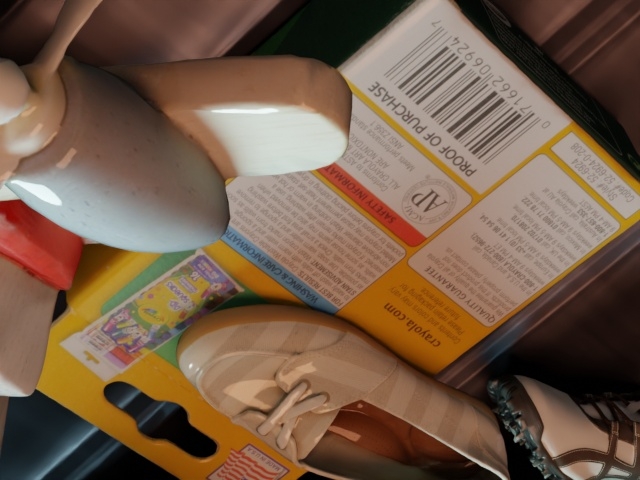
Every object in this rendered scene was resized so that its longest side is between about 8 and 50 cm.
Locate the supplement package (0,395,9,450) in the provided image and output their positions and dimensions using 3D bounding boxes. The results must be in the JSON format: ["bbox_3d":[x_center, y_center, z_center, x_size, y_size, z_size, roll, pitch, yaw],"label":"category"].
[{"bbox_3d":[-0.296,0.140,0.964,0.203,0.149,0.194,19,126,4],"label":"supplement package"}]

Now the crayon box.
[{"bbox_3d":[0.000,0.000,1.004,0.323,0.083,0.203,-40,125,18],"label":"crayon box"}]

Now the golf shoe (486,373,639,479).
[{"bbox_3d":[0.183,0.123,1.151,0.094,0.077,0.198,-42,133,9],"label":"golf shoe"}]

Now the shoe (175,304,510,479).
[{"bbox_3d":[0.020,0.096,0.992,0.219,0.058,0.076,22,120,-27],"label":"shoe"}]

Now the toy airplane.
[{"bbox_3d":[-0.223,-0.042,0.796,0.384,0.272,0.386,27,142,-10],"label":"toy airplane"}]
